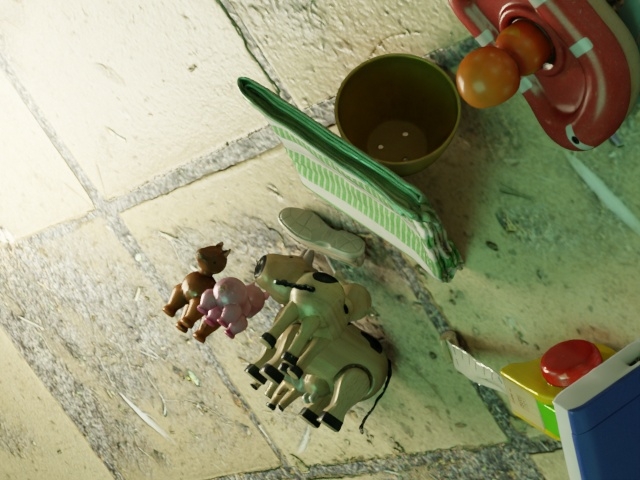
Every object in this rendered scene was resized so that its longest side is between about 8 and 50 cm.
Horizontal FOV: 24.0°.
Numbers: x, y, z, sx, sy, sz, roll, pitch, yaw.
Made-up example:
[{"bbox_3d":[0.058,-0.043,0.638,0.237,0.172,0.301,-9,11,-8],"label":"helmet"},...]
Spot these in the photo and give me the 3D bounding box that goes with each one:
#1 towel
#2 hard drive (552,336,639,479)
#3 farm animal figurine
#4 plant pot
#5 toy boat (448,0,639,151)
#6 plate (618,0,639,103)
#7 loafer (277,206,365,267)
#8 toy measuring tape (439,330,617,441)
[{"bbox_3d":[0.040,-0.057,1.657,0.248,0.038,0.325,36,176,17],"label":"towel"},{"bbox_3d":[0.362,0.246,1.609,0.040,0.210,0.318,30,144,51],"label":"hard drive"},{"bbox_3d":[-0.021,0.103,1.898,0.327,0.172,0.330,46,162,-31],"label":"farm animal figurine"},{"bbox_3d":[0.083,-0.121,1.631,0.134,0.134,0.095,35,162,16],"label":"plant pot"},{"bbox_3d":[0.189,-0.177,1.422,0.231,0.151,0.151,50,157,-3],"label":"toy boat"},{"bbox_3d":[0.353,-0.162,1.394,0.188,0.024,0.188,28,140,26],"label":"plate"},{"bbox_3d":[0.000,0.000,1.885,0.125,0.045,0.039,25,145,23],"label":"loafer"},{"bbox_3d":[0.266,0.153,1.741,0.330,0.121,0.121,30,147,59],"label":"toy measuring tape"}]
